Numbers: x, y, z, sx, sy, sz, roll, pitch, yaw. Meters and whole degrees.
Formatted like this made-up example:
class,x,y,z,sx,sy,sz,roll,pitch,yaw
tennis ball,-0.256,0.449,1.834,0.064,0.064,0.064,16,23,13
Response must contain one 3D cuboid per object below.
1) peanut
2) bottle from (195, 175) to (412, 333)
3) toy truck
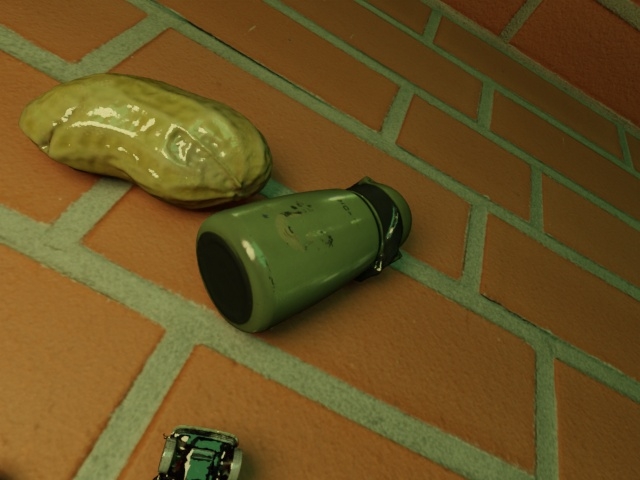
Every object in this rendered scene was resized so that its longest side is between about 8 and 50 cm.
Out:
class,x,y,z,sx,sy,sz,roll,pitch,yaw
peanut,-0.240,-0.148,0.612,0.340,0.158,0.174,21,83,-7
bottle,0.001,0.002,0.622,0.347,0.168,0.168,-20,70,-39
toy truck,-0.143,0.293,0.410,0.083,0.092,0.191,17,62,-14
